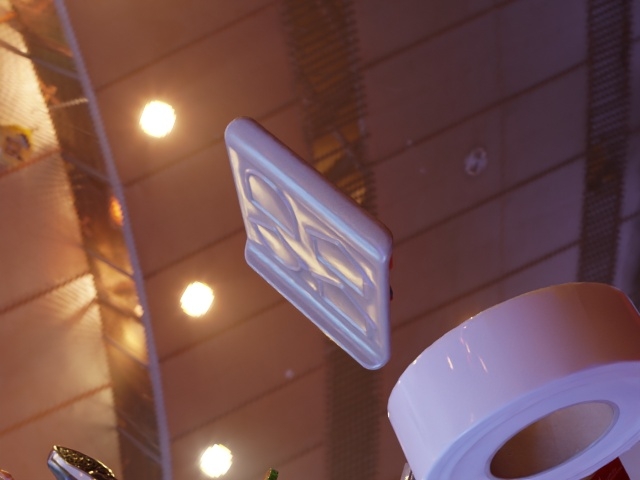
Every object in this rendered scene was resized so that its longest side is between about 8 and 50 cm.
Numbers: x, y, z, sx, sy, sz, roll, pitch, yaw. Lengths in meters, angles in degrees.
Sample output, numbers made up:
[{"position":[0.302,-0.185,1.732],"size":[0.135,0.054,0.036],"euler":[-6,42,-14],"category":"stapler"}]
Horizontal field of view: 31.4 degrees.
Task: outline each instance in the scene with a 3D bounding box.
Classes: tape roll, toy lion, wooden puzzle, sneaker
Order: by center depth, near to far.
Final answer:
[{"position":[-0.239,0.279,1.162],"size":[0.064,0.192,0.086],"euler":[26,-95,-40],"category":"sneaker"},{"position":[0.217,0.168,1.168],"size":[0.286,0.100,0.286],"euler":[-17,-35,-12],"category":"tape roll"},{"position":[0.000,0.000,1.701],"size":[0.080,0.322,0.348],"euler":[-39,-27,-23],"category":"wooden puzzle"},{"position":[-0.097,0.418,1.837],"size":[0.100,0.034,0.096],"euler":[-59,7,48],"category":"toy lion"}]

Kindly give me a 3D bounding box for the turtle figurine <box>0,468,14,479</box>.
[{"position":[-0.548,0.351,1.455],"size":[0.217,0.270,0.087],"euler":[-7,-89,-69],"category":"turtle figurine"}]

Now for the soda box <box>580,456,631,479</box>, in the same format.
[{"position":[0.334,0.394,1.554],"size":[0.263,0.083,0.092],"euler":[-30,-87,-45],"category":"soda box"}]

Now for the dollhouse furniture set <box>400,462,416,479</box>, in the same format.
[{"position":[0.206,0.271,1.429],"size":[0.161,0.101,0.181],"euler":[23,-107,-18],"category":"dollhouse furniture set"}]
